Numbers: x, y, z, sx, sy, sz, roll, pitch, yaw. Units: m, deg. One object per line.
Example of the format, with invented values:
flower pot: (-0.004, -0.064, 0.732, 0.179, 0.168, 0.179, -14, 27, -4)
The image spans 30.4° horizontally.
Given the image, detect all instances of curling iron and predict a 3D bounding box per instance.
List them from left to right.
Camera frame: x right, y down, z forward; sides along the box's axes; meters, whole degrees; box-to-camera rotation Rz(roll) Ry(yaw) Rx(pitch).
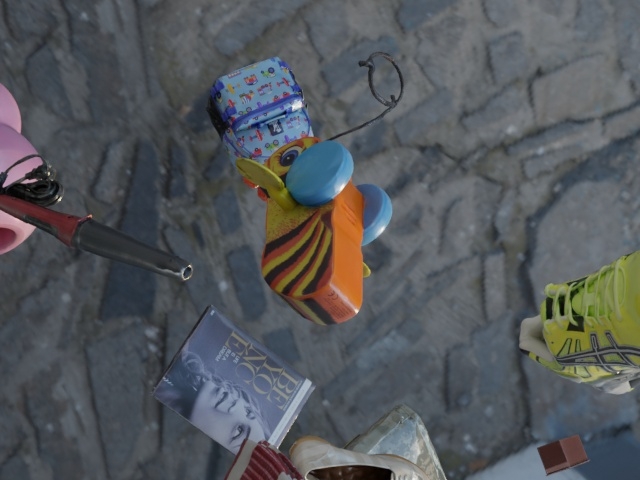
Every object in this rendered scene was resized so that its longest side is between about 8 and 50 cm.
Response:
curling iron: (-0.215, -0.019, 1.083, 0.068, 0.274, 0.035, -51, 139, -17)

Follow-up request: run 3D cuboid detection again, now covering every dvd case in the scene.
dvd case: (-0.130, 0.229, 1.806, 0.221, 0.018, 0.164, 40, 70, -20)

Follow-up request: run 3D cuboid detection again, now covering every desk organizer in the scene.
desk organizer: (0.420, 0.371, 2.041, 0.047, 0.050, 0.130, -25, 165, 23)

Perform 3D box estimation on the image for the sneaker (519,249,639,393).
sneaker: (0.346, 0.097, 1.411, 0.147, 0.145, 0.384, 10, 155, -3)

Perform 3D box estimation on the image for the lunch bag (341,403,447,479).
lunch bag: (0.095, 0.447, 2.123, 0.235, 0.169, 0.287, -38, 136, -24)

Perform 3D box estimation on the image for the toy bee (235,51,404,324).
toy bee: (-0.008, -0.037, 1.205, 0.195, 0.162, 0.298, 60, 37, -22)

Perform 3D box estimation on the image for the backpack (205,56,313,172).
backpack: (-0.089, -0.188, 1.919, 0.158, 0.173, 0.117, -19, 161, -15)

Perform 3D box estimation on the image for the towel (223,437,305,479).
towel: (-0.058, 0.320, 1.005, 0.037, 0.329, 0.237, 28, 89, -21)

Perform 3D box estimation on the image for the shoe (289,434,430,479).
shoe: (0.059, 0.323, 1.590, 0.219, 0.058, 0.076, 20, 103, -23)

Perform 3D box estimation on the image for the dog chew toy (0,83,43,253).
dog chew toy: (-0.505, -0.142, 1.648, 0.207, 0.331, 0.206, -17, 159, -7)
